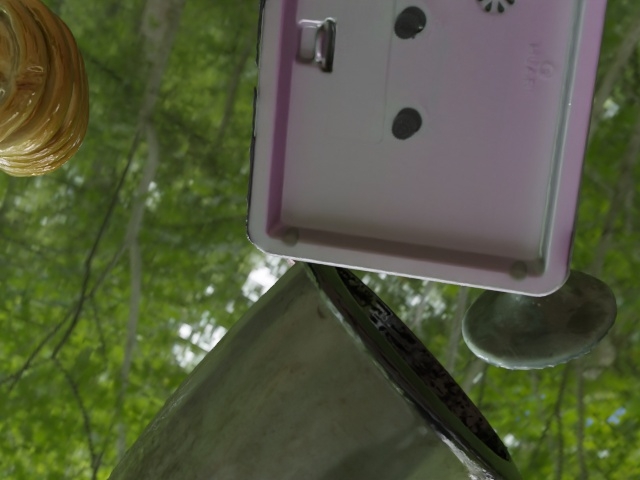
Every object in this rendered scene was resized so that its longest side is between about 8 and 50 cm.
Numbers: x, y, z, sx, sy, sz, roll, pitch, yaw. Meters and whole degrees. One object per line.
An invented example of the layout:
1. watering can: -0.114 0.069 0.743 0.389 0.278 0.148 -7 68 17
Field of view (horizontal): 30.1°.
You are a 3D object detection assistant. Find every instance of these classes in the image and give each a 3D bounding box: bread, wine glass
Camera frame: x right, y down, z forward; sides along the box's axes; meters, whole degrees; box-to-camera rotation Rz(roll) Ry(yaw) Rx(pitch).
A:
1. bread: -0.318 -0.164 1.306 0.121 0.311 0.172 1 -94 -6
2. wine glass: 0.131 -0.125 0.722 0.096 0.309 0.264 2 -144 32

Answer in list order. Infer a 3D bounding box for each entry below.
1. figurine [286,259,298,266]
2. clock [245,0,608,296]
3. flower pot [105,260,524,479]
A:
1. figurine: 0.000 0.000 1.254 0.054 0.129 0.072 31 172 36
2. clock: 0.049 -0.085 0.535 0.150 0.197 0.063 8 -164 11
3. flower pot: -0.029 0.213 1.079 0.293 0.330 0.293 49 -176 -4
